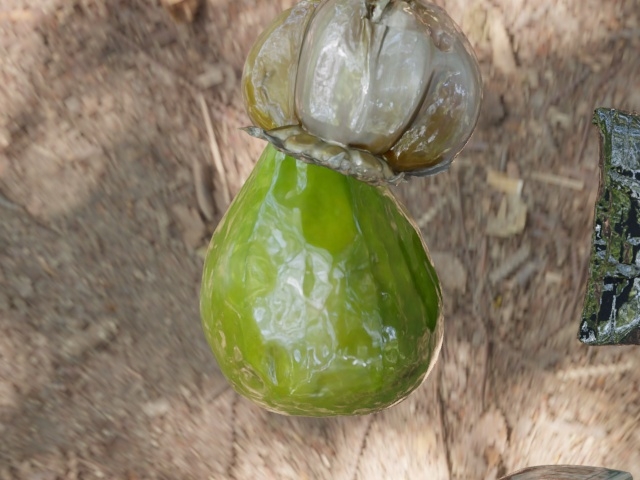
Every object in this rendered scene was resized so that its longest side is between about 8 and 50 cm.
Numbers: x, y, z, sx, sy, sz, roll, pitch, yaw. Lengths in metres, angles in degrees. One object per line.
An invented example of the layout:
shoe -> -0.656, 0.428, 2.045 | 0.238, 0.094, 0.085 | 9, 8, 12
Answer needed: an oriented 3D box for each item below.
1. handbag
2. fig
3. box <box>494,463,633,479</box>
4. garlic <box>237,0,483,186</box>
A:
handbag -> 0.371, -0.010, 1.843 | 0.211, 0.088, 0.254 | 5, 85, 16
fig -> -0.018, 0.023, 1.694 | 0.233, 0.233, 0.314 | -28, 94, -3
box -> 0.148, 0.213, 1.394 | 0.115, 0.177, 0.036 | -5, 97, 42
garlic -> 0.008, -0.145, 1.487 | 0.207, 0.257, 0.207 | -18, 44, 19
